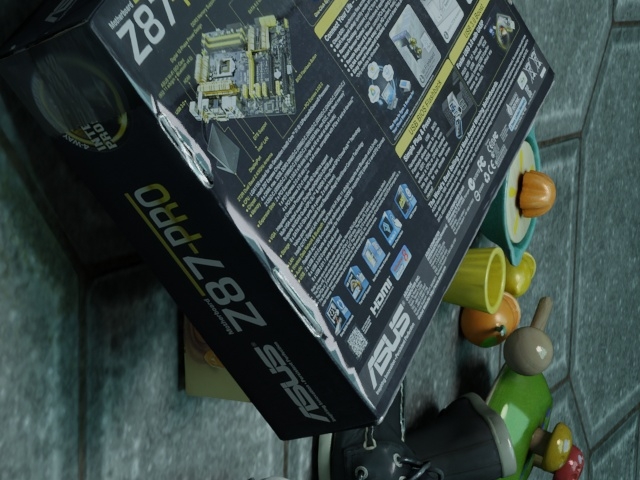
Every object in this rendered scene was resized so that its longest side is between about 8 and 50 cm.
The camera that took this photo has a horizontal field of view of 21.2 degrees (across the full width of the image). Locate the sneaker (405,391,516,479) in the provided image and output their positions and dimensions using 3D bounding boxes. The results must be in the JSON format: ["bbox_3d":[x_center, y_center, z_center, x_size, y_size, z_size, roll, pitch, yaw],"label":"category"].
[{"bbox_3d":[0.112,0.204,1.692,0.222,0.118,0.083,141,-64,-83],"label":"sneaker"}]

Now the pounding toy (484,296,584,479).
[{"bbox_3d":[0.240,0.200,1.865,0.183,0.110,0.236,-29,136,-67],"label":"pounding toy"}]

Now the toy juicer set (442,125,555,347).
[{"bbox_3d":[0.219,-0.033,1.861,0.209,0.090,0.329,61,39,-53],"label":"toy juicer set"}]

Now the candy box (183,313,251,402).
[{"bbox_3d":[0.000,0.000,1.340,0.316,0.088,0.182,-23,114,-64],"label":"candy box"}]

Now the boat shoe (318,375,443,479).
[{"bbox_3d":[0.059,0.238,1.504,0.127,0.113,0.340,31,66,-65],"label":"boat shoe"}]

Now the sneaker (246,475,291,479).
[{"bbox_3d":[-0.058,0.238,1.248,0.331,0.146,0.122,17,113,-46],"label":"sneaker"}]

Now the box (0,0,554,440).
[{"bbox_3d":[-0.002,-0.114,1.143,0.318,0.097,0.395,56,42,-25],"label":"box"}]
